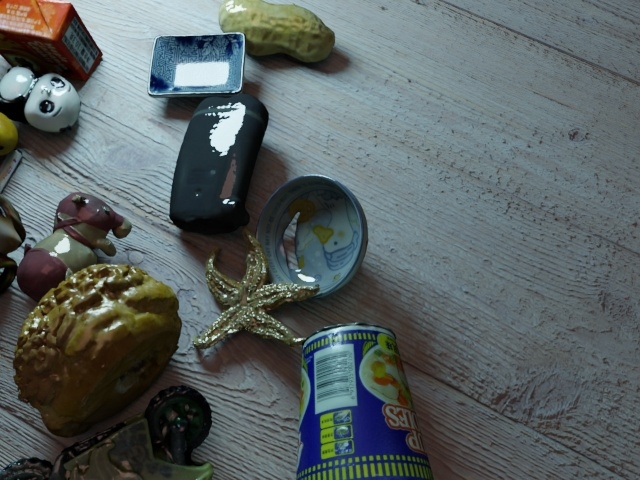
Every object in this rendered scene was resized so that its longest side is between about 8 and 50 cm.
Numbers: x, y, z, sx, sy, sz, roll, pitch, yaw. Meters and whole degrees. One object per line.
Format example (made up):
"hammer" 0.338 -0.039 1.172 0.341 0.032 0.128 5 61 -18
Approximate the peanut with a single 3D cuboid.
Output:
"peanut" -0.116 -0.553 1.668 0.314 0.149 0.149 9 65 -3

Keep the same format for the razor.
"razor" -0.238 -0.183 1.481 0.205 0.113 0.348 -2 63 23

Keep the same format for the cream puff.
"cream puff" -0.437 0.194 1.228 0.231 0.327 0.342 39 108 12

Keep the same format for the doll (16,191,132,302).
"doll" -0.543 0.024 1.372 0.152 0.196 0.255 41 59 -25

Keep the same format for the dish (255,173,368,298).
"dish" 0.000 0.000 1.420 0.274 0.134 0.273 -6 78 29

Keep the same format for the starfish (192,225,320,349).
"starfish" -0.138 0.123 1.369 0.303 0.060 0.299 17 71 23

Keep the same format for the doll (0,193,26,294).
"doll" -0.729 -0.011 1.246 0.209 0.340 0.317 20 99 0

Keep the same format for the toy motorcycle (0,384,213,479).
"toy motorcycle" -0.374 0.443 1.165 0.411 0.169 0.236 -23 87 -14

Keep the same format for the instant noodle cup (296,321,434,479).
"instant noodle cup" 0.067 0.336 1.210 0.285 0.284 0.312 -3 58 -4

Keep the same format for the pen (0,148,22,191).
"pen" -0.771 -0.100 1.482 0.033 0.033 0.268 16 65 5

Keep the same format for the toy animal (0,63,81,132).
"toy animal" -0.673 -0.348 1.542 0.179 0.138 0.165 18 72 7

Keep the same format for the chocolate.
"chocolate" -0.693 -0.500 1.563 0.235 0.237 0.107 10 75 1

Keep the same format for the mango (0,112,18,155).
"mango" -0.796 -0.267 1.497 0.228 0.136 0.099 24 81 34

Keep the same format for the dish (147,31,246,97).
"dish" -0.306 -0.430 1.621 0.244 0.080 0.181 -1 70 5
